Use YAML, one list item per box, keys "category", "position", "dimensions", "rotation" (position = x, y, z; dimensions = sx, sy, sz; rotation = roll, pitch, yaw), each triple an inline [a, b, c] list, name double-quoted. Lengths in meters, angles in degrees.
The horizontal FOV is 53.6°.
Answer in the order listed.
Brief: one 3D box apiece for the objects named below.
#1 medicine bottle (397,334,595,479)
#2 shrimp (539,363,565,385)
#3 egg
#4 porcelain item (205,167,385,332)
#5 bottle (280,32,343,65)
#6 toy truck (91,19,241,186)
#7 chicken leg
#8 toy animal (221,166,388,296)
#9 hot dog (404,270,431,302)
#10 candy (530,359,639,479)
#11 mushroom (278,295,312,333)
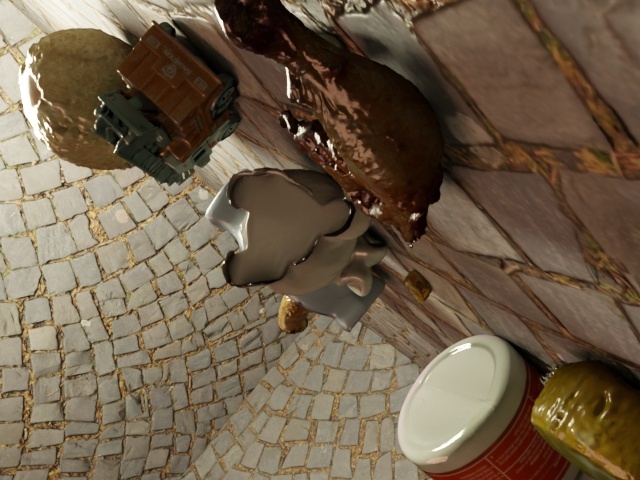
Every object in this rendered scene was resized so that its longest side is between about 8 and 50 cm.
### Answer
- category: "medicine bottle"
  position: [0.294, 0.323, 1.062]
  dimensions: [0.241, 0.252, 0.252]
  rotation: [43, 173, -13]
- category: "shrimp"
  position: [0.335, 0.193, 0.897]
  dimensions: [0.029, 0.038, 0.092]
  rotation: [41, 173, 6]
- category: "egg"
  position: [-0.433, -0.271, 1.229]
  dimensions: [0.279, 0.279, 0.310]
  rotation: [37, 179, 26]
- category: "porcelain item"
  position: [-0.055, 0.029, 1.408]
  dimensions: [0.405, 0.178, 0.242]
  rotation: [40, 174, 6]
- category: "bottle"
  position: [-0.012, -0.162, 0.540]
  dimensions: [0.030, 0.030, 0.083]
  rotation: [45, 171, -34]
- category: "toy truck"
  position: [-0.231, -0.182, 0.970]
  dimensions: [0.133, 0.184, 0.338]
  rotation: [41, 173, -1]
- category: "chicken leg"
  position: [0.027, -0.090, 0.526]
  dimensions: [0.177, 0.083, 0.322]
  rotation: [31, 173, 16]
- category: "toy animal"
  position: [0.000, 0.000, 1.034]
  dimensions: [0.257, 0.194, 0.357]
  rotation: [10, 177, 26]
- category: "hot dog"
  position: [0.177, 0.086, 1.118]
  dimensions: [0.034, 0.030, 0.090]
  rotation: [24, 165, 38]
- category: "candy"
  position: [0.377, 0.249, 0.747]
  dimensions: [0.259, 0.118, 0.260]
  rotation: [36, 177, 2]
- category: "mushroom"
  position: [0.005, 0.118, 1.663]
  dimensions: [0.267, 0.255, 0.267]
  rotation: [16, 156, 7]
